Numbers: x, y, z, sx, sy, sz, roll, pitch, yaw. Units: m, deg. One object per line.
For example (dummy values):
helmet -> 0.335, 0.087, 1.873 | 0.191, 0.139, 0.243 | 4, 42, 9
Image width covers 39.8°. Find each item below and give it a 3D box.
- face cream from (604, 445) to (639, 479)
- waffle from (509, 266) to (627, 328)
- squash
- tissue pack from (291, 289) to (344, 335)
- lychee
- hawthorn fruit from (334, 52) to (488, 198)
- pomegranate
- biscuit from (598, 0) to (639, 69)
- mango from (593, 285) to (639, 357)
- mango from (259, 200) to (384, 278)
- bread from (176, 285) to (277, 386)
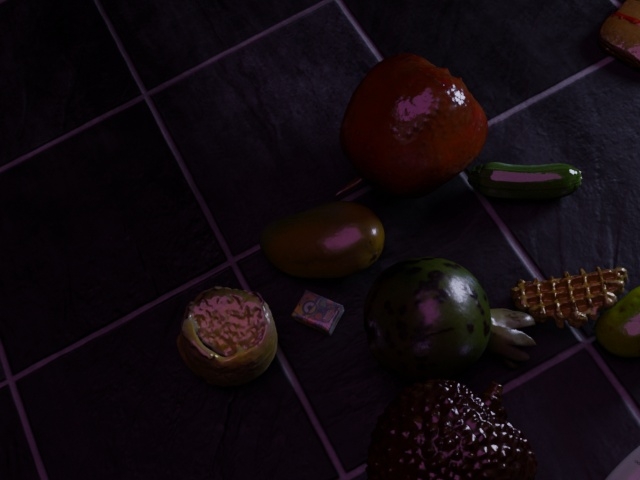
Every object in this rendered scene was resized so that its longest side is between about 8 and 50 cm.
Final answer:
face cream -> 0.510, 0.404, 1.456 | 0.072, 0.051, 0.182 | 41, 78, 22
waffle -> 0.445, 0.090, 1.606 | 0.192, 0.046, 0.160 | 16, 53, 41
squash -> 0.399, -0.116, 1.735 | 0.219, 0.068, 0.077 | 4, 80, 13
tissue pack -> -0.004, 0.140, 1.702 | 0.083, 0.035, 0.063 | 24, 70, 19
lychee -> 0.207, 0.359, 1.416 | 0.276, 0.276, 0.304 | 34, 89, 24
hawthorn fruit -> 0.149, -0.196, 1.718 | 0.330, 0.287, 0.287 | -44, 63, -1
pomegranate -> 0.226, 0.147, 1.541 | 0.306, 0.242, 0.242 | 11, 66, 10
biscuit -> 0.753, -0.446, 1.843 | 0.277, 0.052, 0.262 | -41, 63, -11
mango -> 0.571, 0.148, 1.562 | 0.163, 0.089, 0.117 | -40, 68, 4
mango -> 0.000, 0.000, 1.727 | 0.251, 0.114, 0.156 | -6, 70, 7
bread -> -0.175, 0.170, 1.645 | 0.197, 0.170, 0.197 | 1, 66, -2
